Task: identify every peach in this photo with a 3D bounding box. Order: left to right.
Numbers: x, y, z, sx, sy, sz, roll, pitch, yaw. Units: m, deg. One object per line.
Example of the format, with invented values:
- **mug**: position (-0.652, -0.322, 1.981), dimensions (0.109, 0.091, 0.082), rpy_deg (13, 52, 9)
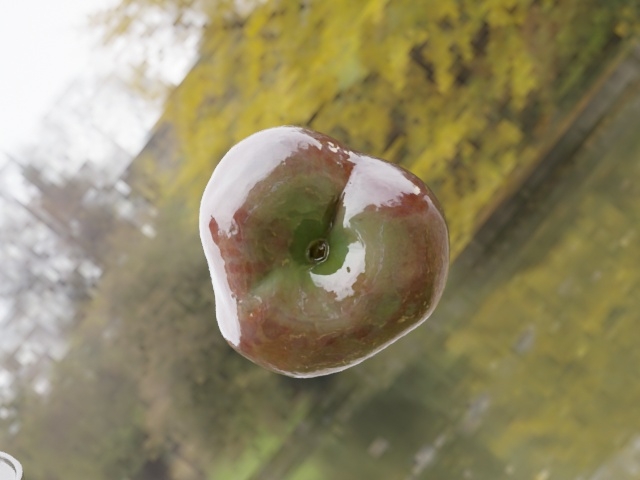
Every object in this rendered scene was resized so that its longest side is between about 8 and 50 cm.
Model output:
- **peach**: position (0.000, 0.000, 1.139), dimensions (0.152, 0.152, 0.152), rpy_deg (-51, -1, -2)

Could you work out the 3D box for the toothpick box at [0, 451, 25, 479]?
- **toothpick box**: position (-0.205, 0.222, 1.092), dimensions (0.111, 0.111, 0.181), rpy_deg (-48, -46, -64)
